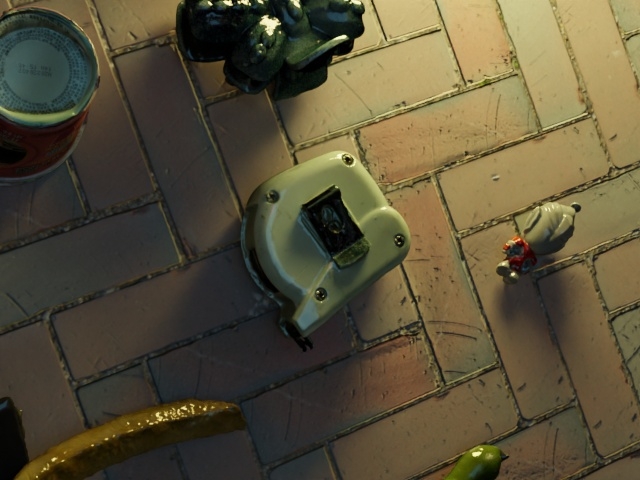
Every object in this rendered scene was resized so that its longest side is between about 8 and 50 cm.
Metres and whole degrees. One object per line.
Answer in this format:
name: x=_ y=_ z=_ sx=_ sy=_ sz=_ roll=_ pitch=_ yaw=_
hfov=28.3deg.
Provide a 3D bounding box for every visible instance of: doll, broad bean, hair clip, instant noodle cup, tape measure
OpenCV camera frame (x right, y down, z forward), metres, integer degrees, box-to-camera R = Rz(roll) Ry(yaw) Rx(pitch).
doll: x=0.360 y=-0.002 z=2.097 sx=0.180 sy=0.079 sz=0.094 roll=-44 pitch=115 yaw=-7
broad bean: x=0.173 y=0.419 z=1.986 sx=0.318 sy=0.056 sz=0.098 roll=-28 pitch=95 yaw=-19
hair clip: x=-0.058 y=-0.331 z=1.925 sx=0.310 sy=0.194 sz=0.206 roll=-27 pitch=82 yaw=-19
instant noodle cup: x=-0.408 y=-0.205 z=1.727 sx=0.244 sy=0.255 sz=0.244 roll=3 pitch=83 yaw=-23
tape measure: x=0.001 y=0.001 z=1.928 sx=0.243 sy=0.125 sz=0.246 roll=-38 pitch=99 yaw=-21

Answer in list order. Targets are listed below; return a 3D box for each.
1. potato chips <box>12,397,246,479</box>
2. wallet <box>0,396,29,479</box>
potato chips: x=-0.293 y=0.297 z=1.791 sx=0.407 sy=0.080 sz=0.057 roll=-19 pitch=129 yaw=-33
wallet: x=-0.560 y=0.346 z=1.683 sx=0.377 sy=0.051 sz=0.197 roll=-19 pitch=119 yaw=-22
